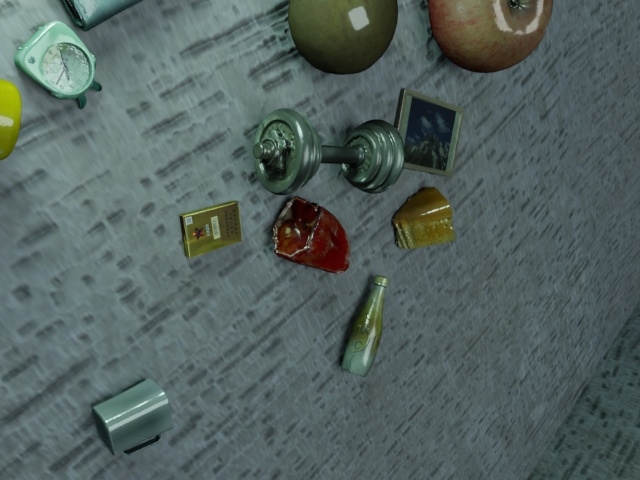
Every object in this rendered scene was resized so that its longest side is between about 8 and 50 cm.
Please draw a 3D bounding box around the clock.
[{"bbox_3d":[-0.418,-0.279,0.984,0.101,0.041,0.135,-55,132,-18],"label":"clock"}]

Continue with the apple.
[{"bbox_3d":[0.438,-0.605,1.534,0.345,0.269,0.344,-14,112,-39],"label":"apple"}]

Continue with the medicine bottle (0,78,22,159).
[{"bbox_3d":[-0.545,-0.187,0.835,0.212,0.122,0.121,7,97,-43],"label":"medicine bottle"}]

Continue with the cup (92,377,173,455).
[{"bbox_3d":[-0.361,0.356,1.179,0.129,0.095,0.128,-21,117,-35],"label":"cup"}]

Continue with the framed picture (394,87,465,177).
[{"bbox_3d":[0.297,-0.290,1.664,0.281,0.019,0.209,1,100,-43],"label":"framed picture"}]

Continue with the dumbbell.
[{"bbox_3d":[0.024,-0.190,1.327,0.406,0.179,0.179,-5,105,-42],"label":"dumbbell"}]

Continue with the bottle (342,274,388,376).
[{"bbox_3d":[0.129,0.225,1.604,0.083,0.083,0.269,18,89,-44],"label":"bottle"}]

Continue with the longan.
[{"bbox_3d":[0.050,-0.471,1.246,0.248,0.248,0.248,-14,110,-40],"label":"longan"}]

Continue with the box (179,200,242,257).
[{"bbox_3d":[-0.224,-0.025,1.248,0.133,0.023,0.090,-20,113,-38],"label":"box"}]

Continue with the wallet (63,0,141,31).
[{"bbox_3d":[-0.356,-0.522,0.967,0.251,0.054,0.290,-43,126,-28],"label":"wallet"}]

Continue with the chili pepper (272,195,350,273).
[{"bbox_3d":[0.000,0.000,1.421,0.253,0.136,0.144,29,36,-54],"label":"chili pepper"}]

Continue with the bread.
[{"bbox_3d":[0.287,-0.066,1.696,0.160,0.169,0.140,-80,156,-58],"label":"bread"}]
